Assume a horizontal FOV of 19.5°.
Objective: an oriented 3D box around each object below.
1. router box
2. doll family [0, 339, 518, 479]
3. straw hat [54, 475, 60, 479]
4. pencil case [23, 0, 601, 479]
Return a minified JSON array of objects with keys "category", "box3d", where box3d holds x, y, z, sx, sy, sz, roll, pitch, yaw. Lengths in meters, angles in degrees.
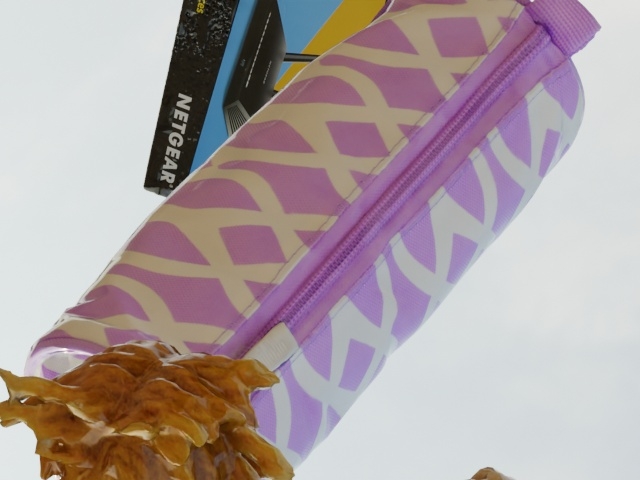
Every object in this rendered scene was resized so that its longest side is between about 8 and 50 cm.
[{"category":"router box","box3d":[-0.006,-0.087,0.925,0.046,0.133,0.179,-60,167,-58]},{"category":"doll family","box3d":[-0.061,0.090,0.376,0.263,0.163,0.118,14,-161,24]},{"category":"straw hat","box3d":[-0.074,0.064,0.700,0.144,0.144,0.061,-37,-107,9]},{"category":"pencil case","box3d":[0.000,0.000,0.561,0.206,0.086,0.088,-49,-177,-32]}]
